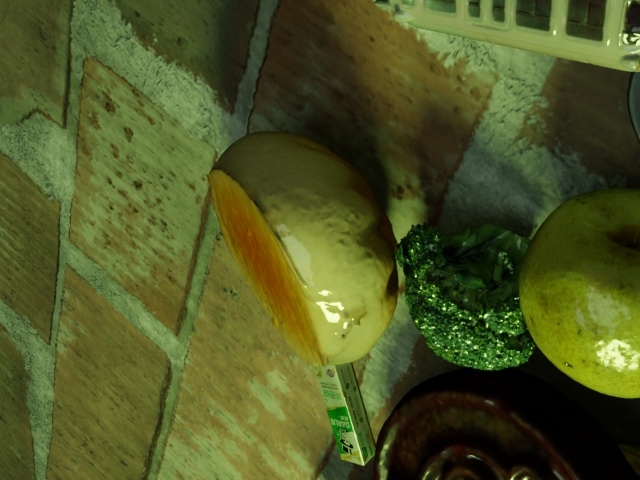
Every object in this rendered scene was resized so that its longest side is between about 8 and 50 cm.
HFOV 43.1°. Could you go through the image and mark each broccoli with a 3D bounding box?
[{"bbox_3d":[0.163,0.058,0.885,0.195,0.195,0.156,26,91,29],"label":"broccoli"}]

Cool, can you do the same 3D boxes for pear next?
[{"bbox_3d":[0.283,0.054,0.749,0.197,0.197,0.197,20,124,33],"label":"pear"}]

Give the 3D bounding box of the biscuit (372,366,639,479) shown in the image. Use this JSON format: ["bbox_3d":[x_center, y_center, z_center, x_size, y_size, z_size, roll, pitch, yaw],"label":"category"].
[{"bbox_3d":[0.201,0.345,0.915,0.407,0.091,0.408,20,115,49],"label":"biscuit"}]

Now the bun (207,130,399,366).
[{"bbox_3d":[0.000,0.000,0.975,0.299,0.164,0.299,53,163,24],"label":"bun"}]

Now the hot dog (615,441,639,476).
[{"bbox_3d":[0.385,0.335,0.860,0.269,0.115,0.072,53,138,3],"label":"hot dog"}]

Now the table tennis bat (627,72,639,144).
[{"bbox_3d":[0.394,-0.067,0.704,0.301,0.022,0.173,55,135,6],"label":"table tennis bat"}]

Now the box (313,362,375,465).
[{"bbox_3d":[0.030,0.224,1.163,0.049,0.041,0.207,-2,110,42],"label":"box"}]

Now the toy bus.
[{"bbox_3d":[0.180,-0.259,0.703,0.305,0.143,0.179,22,126,32],"label":"toy bus"}]
